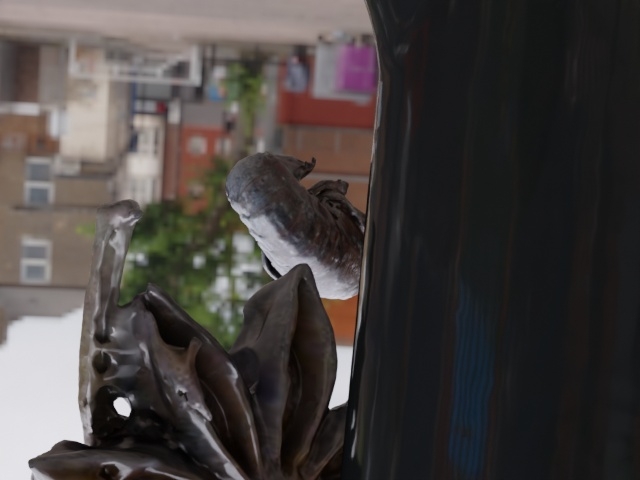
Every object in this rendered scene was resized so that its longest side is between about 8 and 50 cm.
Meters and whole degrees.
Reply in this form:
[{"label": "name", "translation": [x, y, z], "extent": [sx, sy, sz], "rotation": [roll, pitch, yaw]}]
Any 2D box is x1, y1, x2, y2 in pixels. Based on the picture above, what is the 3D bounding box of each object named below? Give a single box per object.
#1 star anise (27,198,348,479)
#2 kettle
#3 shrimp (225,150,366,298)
[{"label": "star anise", "translation": [-0.036, 0.105, 0.652], "extent": [0.230, 0.262, 0.081], "rotation": [-36, -174, -27]}, {"label": "kettle", "translation": [0.131, 0.053, 0.466], "extent": [0.262, 0.308, 0.203], "rotation": [5, -175, 22]}, {"label": "shrimp", "translation": [0.000, 0.000, 0.768], "extent": [0.056, 0.065, 0.165], "rotation": [-35, 161, 6]}]
